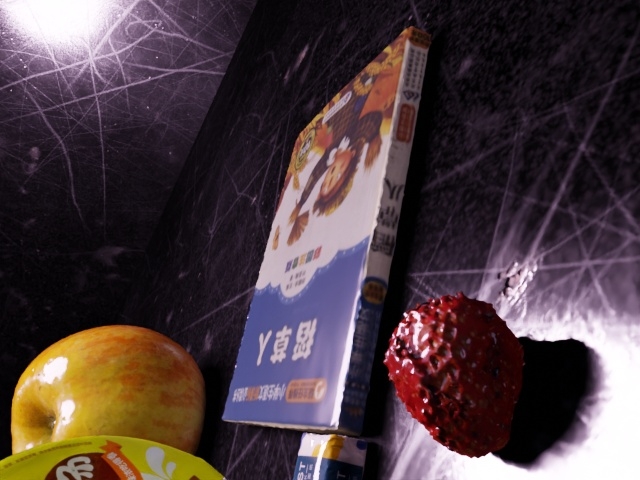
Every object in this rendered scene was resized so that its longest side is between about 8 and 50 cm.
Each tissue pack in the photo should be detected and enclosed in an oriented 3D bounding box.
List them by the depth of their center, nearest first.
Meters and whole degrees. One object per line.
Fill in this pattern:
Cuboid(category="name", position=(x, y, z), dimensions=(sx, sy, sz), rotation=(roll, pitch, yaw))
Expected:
Cuboid(category="tissue pack", position=(0.003, 0.201, 0.468), dimensions=(0.062, 0.042, 0.083), rotation=(-27, 46, 56))

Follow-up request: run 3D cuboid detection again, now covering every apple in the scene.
Cuboid(category="apple", position=(-0.323, 0.269, 0.870), dimensions=(0.301, 0.302, 0.301), rotation=(-50, 28, 39))

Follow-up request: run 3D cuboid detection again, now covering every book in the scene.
Cuboid(category="book", position=(0.000, 0.000, 0.670), dimensions=(0.300, 0.039, 0.427), rotation=(-28, 44, 58))

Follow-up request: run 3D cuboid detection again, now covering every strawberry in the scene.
Cuboid(category="strawberry", position=(0.083, 0.082, 0.354), dimensions=(0.083, 0.083, 0.096), rotation=(-40, 68, 50))

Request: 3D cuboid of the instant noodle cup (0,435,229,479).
Cuboid(category="instant noodle cup", position=(-0.211, 0.365, 0.527), dimensions=(0.311, 0.312, 0.221), rotation=(-116, 42, -62))
